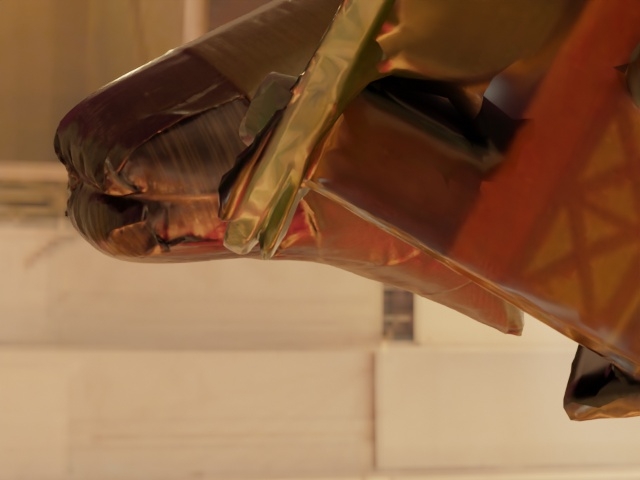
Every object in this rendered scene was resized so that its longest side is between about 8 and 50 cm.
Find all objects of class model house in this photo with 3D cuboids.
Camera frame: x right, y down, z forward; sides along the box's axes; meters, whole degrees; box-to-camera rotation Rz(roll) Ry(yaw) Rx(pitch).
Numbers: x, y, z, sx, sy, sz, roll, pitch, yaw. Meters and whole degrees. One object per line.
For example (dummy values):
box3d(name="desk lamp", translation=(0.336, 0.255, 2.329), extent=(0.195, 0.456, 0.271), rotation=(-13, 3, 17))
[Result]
box3d(name="model house", translation=(0.192, -0.106, 0.501), extent=(0.358, 0.313, 0.242), rotation=(-63, 179, 24))

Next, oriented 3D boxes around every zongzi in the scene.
box3d(name="zongzi", translation=(0.000, 0.000, 1.158), extent=(0.154, 0.289, 0.317), rotation=(31, -35, 55))
